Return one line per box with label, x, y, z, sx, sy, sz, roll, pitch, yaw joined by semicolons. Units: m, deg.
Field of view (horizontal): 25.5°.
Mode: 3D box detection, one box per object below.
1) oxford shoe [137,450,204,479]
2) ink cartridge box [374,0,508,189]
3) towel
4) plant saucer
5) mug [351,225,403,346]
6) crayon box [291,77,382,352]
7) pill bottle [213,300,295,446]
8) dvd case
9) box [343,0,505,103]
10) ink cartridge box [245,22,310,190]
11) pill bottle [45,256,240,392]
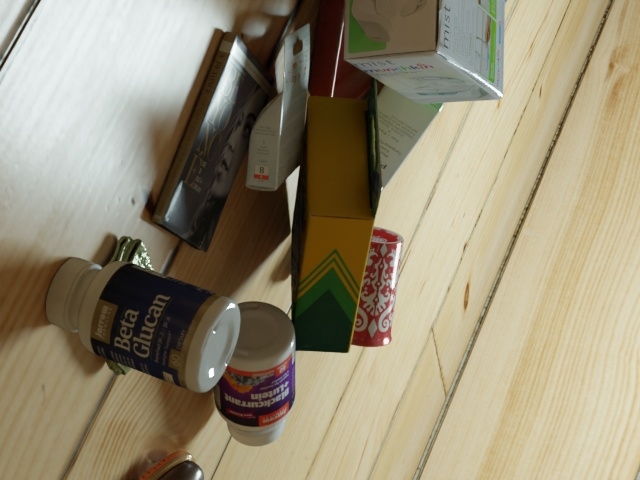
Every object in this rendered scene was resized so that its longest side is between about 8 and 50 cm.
oxford shoe;-0.210;0.411;1.645;0.130;0.132;0.364;86;28;-52
ink cartridge box;0.123;-0.203;2.112;0.308;0.091;0.385;-58;-177;-38
towel;-0.204;0.068;1.472;0.148;0.027;0.110;77;35;-59
plant saucer;0.056;-0.313;1.854;0.258;0.047;0.259;-47;151;-54
mug;0.067;0.073;2.211;0.150;0.113;0.169;-33;135;-67
crayon box;0.014;-0.034;1.781;0.323;0.083;0.203;100;-8;-49
pill bottle;-0.086;0.179;1.832;0.193;0.108;0.108;90;25;-46
dvd case;-0.116;-0.105;1.580;0.164;0.018;0.221;42;68;-73
box;0.134;-0.319;1.713;0.231;0.126;0.262;16;74;-62
ink cartridge box;-0.050;-0.161;1.670;0.145;0.045;0.179;-54;148;-71
pill bottle;-0.170;0.074;1.336;0.094;0.169;0.094;18;90;-73
